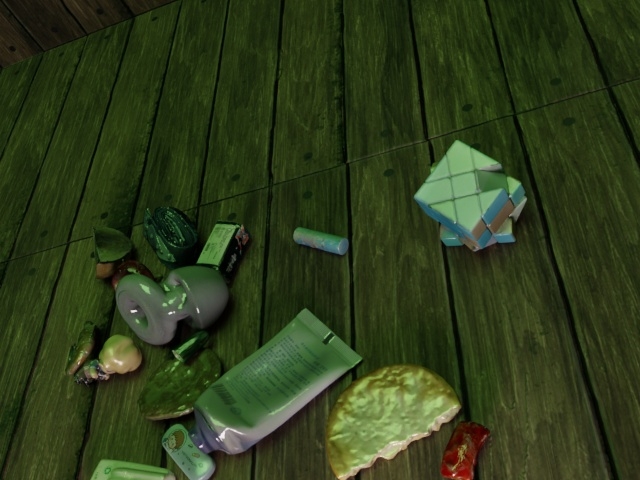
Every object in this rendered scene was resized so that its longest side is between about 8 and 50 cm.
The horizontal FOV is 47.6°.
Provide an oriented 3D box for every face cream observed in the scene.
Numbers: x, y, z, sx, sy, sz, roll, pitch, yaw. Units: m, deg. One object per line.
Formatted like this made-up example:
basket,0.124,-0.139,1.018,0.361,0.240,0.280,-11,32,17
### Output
face cream,-0.130,0.343,1.718,0.420,0.137,0.235,-37,44,-16

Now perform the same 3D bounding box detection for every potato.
potato,-0.647,0.054,2.257,0.120,0.100,0.261,1,25,-20

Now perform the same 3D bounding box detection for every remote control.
remote control,-0.454,0.573,1.729,0.230,0.049,0.090,-3,50,27

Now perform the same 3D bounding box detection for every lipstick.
lipstick,0.000,0.000,1.969,0.158,0.048,0.048,14,61,36

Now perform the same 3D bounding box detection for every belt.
belt,-0.439,0.004,2.153,0.122,0.128,0.218,-9,38,-31

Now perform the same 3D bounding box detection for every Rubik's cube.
Rubik's cube,0.358,-0.095,1.759,0.265,0.213,0.224,38,91,32

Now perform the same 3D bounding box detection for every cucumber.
cucumber,-0.331,0.269,1.878,0.105,0.048,0.048,-40,46,-15

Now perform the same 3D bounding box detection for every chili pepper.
chili pepper,0.287,0.424,1.452,0.073,0.070,0.123,17,60,18

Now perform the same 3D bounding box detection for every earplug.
earplug,-0.405,0.167,1.953,0.325,0.214,0.175,-12,21,15

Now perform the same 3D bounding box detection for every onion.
onion,-0.519,0.118,2.110,0.150,0.150,0.140,6,26,32

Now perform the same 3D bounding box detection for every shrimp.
shrimp,-0.677,0.300,2.051,0.126,0.047,0.223,-51,20,14

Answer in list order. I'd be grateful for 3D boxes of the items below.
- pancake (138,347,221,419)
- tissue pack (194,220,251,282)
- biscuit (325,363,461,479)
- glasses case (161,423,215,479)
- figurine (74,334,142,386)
pancake,-0.355,0.369,1.847,0.236,0.042,0.222,-33,37,-7
tissue pack,-0.276,0.032,2.059,0.103,0.090,0.170,4,58,31
biscuit,0.139,0.375,1.588,0.309,0.040,0.204,-31,46,1
glasses case,-0.313,0.503,1.716,0.067,0.045,0.178,-45,46,-13
figurine,-0.577,0.334,1.957,0.196,0.114,0.108,-35,55,10
